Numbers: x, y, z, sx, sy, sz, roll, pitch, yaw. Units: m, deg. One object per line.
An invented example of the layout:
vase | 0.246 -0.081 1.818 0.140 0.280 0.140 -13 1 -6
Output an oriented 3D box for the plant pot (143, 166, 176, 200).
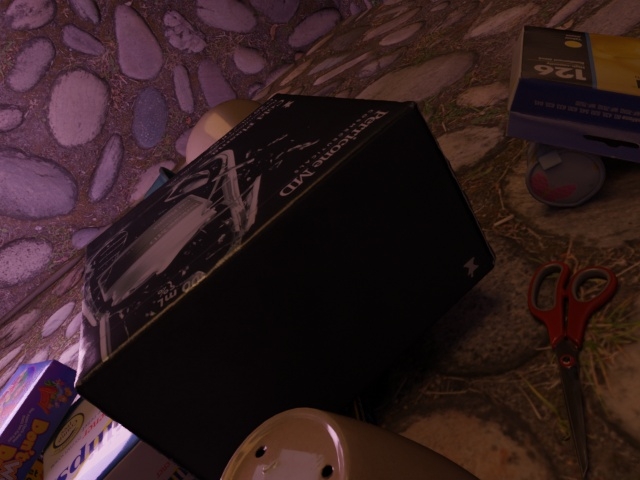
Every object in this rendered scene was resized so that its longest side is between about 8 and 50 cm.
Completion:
plant pot | -0.383 0.049 1.175 0.334 0.341 0.341 -47 29 -1

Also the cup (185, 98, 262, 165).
cup | -0.212 -0.236 1.427 0.331 0.331 0.237 -42 53 -7

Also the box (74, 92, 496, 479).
box | -0.091 0.024 0.746 0.480 0.297 0.472 -41 31 -8

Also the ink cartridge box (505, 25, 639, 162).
ink cartridge box | 0.464 -0.242 0.734 0.304 0.072 0.307 14 46 11

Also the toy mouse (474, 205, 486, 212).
toy mouse | 0.230 -0.027 0.875 0.161 0.031 0.143 -36 29 3

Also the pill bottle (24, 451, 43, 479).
pill bottle | -0.651 0.522 0.980 0.117 0.117 0.215 -36 29 3

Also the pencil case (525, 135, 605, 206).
pencil case | 0.415 -0.181 0.797 0.113 0.124 0.273 -10 40 32

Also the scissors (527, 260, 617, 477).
scissors | 0.300 0.139 0.580 0.109 0.021 0.297 -3 45 42

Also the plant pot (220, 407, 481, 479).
plant pot | 0.042 0.275 0.404 0.256 0.274 0.256 -27 31 18

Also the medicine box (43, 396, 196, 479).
medicine box | -0.342 0.357 0.842 0.263 0.149 0.289 -46 29 -15

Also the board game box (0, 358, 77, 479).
board game box | -0.611 0.404 0.867 0.233 0.078 0.347 -18 40 43

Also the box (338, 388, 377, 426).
box | -0.057 0.247 0.757 0.257 0.079 0.322 -30 29 10
